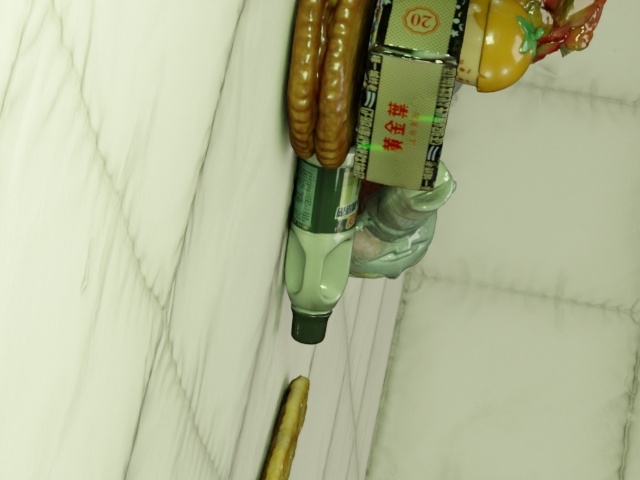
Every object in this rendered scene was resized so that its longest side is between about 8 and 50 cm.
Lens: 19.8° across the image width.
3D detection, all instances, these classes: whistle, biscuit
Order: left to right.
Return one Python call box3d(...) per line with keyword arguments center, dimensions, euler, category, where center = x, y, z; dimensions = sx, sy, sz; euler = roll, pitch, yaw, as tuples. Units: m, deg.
box3d(center=(-0.046, 0.257, 2.054), dimensions=(0.118, 0.029, 0.247), euler=(94, 8, -45), category="biscuit")
box3d(center=(0.011, -0.177, 1.733), dimensions=(0.220, 0.066, 0.220), euler=(11, 90, -85), category="biscuit")
box3d(center=(0.074, -0.033, 2.009), dimensions=(0.346, 0.142, 0.134), euler=(133, -41, -76), category="whistle")

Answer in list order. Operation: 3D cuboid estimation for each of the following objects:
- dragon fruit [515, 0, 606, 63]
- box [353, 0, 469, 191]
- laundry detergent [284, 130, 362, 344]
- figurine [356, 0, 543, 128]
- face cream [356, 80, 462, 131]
box3d(center=(0.231, -0.345, 2.196), dimensions=(0.314, 0.263, 0.296), euler=(-46, 149, -47), category="dragon fruit")
box3d(center=(0.101, -0.229, 1.761), dimensions=(0.198, 0.084, 0.310), euler=(97, 4, -55), category="box")
box3d(center=(0.000, 0.000, 1.894), dimensions=(0.099, 0.070, 0.226), euler=(-88, -174, -72), category="laundry detergent")
box3d(center=(0.125, -0.228, 1.960), dimensions=(0.124, 0.222, 0.324), euler=(94, 7, -59), category="figurine")
box3d(center=(0.096, -0.175, 2.357), dimensions=(0.420, 0.137, 0.235), euler=(-62, 160, -47), category="face cream")
